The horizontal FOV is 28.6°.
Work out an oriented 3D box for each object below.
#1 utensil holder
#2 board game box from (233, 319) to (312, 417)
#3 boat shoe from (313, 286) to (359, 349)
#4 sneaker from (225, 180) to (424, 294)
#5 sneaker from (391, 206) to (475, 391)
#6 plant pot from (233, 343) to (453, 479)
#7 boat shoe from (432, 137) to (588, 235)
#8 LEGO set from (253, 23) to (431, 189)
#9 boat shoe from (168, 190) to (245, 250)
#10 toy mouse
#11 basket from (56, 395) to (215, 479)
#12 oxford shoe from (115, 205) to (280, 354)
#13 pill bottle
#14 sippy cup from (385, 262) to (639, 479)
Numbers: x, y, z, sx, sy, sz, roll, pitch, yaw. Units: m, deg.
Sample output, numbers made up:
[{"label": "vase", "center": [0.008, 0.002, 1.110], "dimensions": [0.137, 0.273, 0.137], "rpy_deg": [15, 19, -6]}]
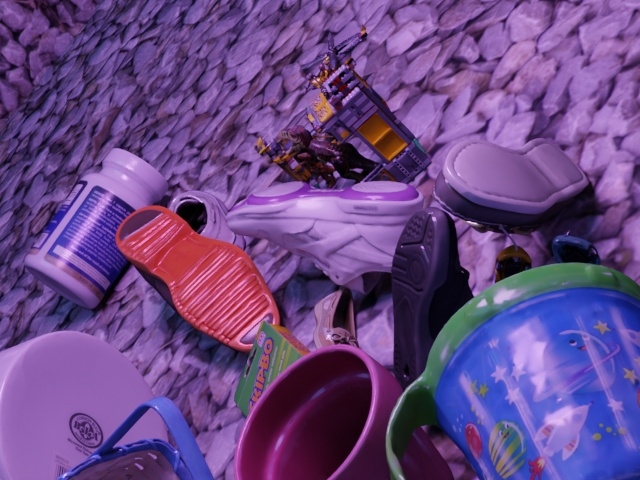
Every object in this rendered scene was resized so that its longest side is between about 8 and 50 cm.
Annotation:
[{"label": "utensil holder", "center": [-0.446, 0.323, 1.739], "dimensions": [0.385, 0.327, 0.328], "rpy_deg": [-25, 37, 31]}, {"label": "board game box", "center": [-0.038, 0.200, 1.588], "dimensions": [0.259, 0.039, 0.124], "rpy_deg": [35, 106, 58]}, {"label": "boat shoe", "center": [0.026, 0.116, 1.623], "dimensions": [0.048, 0.056, 0.153], "rpy_deg": [-42, 23, 20]}, {"label": "sneaker", "center": [0.000, 0.000, 1.664], "dimensions": [0.305, 0.152, 0.114], "rpy_deg": [3, 19, 35]}, {"label": "sneaker", "center": [0.150, 0.064, 1.396], "dimensions": [0.130, 0.227, 0.087], "rpy_deg": [-12, 21, -25]}, {"label": "plant pot", "center": [0.039, 0.240, 1.333], "dimensions": [0.201, 0.180, 0.201], "rpy_deg": [-34, 32, 25]}, {"label": "boat shoe", "center": [0.204, -0.051, 1.403], "dimensions": [0.109, 0.305, 0.091], "rpy_deg": [51, 118, 17]}, {"label": "LEGO set", "center": [-0.001, -0.160, 1.837], "dimensions": [0.255, 0.192, 0.331], "rpy_deg": [-37, 31, 19]}, {"label": "boat shoe", "center": [-0.209, -0.034, 2.068], "dimensions": [0.096, 0.088, 0.267], "rpy_deg": [-46, 30, 4]}, {"label": "toy mouse", "center": [0.260, 0.038, 1.364], "dimensions": [0.143, 0.161, 0.031], "rpy_deg": [0, 38, 3]}, {"label": "basket", "center": [-0.195, 0.336, 1.444], "dimensions": [0.201, 0.255, 0.289], "rpy_deg": [-20, -12, -42]}, {"label": "oxford shoe", "center": [-0.164, 0.074, 1.873], "dimensions": [0.130, 0.133, 0.363], "rpy_deg": [-39, 46, -12]}, {"label": "pill bottle", "center": [-0.393, -0.024, 2.235], "dimensions": [0.153, 0.153, 0.265], "rpy_deg": [9, 62, 56]}, {"label": "sippy cup", "center": [0.231, 0.177, 1.115], "dimensions": [0.305, 0.240, 0.224], "rpy_deg": [-43, 35, 21]}]
